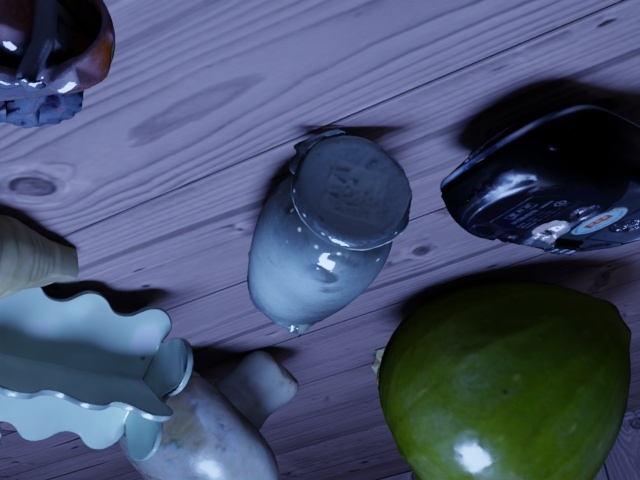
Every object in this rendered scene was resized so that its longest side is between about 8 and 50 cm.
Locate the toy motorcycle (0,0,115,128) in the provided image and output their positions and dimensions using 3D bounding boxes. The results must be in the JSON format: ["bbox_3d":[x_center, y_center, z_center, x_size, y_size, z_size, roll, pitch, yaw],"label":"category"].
[{"bbox_3d":[-0.188,-0.113,0.519,0.118,0.084,0.212,-15,156,34],"label":"toy motorcycle"}]

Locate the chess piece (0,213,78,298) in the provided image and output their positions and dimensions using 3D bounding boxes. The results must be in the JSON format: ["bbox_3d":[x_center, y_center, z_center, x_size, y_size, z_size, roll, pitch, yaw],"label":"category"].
[{"bbox_3d":[-0.266,0.018,0.841,0.090,0.090,0.200,-14,171,7],"label":"chess piece"}]

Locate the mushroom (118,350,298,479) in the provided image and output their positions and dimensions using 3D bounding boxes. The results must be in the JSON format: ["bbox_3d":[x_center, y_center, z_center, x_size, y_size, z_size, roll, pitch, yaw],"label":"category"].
[{"bbox_3d":[-0.134,0.231,1.333,0.243,0.243,0.243,-10,160,-4],"label":"mushroom"}]

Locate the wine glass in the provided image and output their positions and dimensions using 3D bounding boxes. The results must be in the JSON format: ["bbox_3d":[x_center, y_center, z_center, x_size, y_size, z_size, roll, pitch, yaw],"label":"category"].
[{"bbox_3d":[0.000,0.000,0.875,0.111,0.111,0.204,-4,156,-19],"label":"wine glass"}]

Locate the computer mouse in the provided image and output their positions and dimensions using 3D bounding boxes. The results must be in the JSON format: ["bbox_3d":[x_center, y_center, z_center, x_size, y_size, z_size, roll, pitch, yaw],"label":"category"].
[{"bbox_3d":[0.205,-0.055,0.868,0.233,0.096,0.137,10,146,-37],"label":"computer mouse"}]

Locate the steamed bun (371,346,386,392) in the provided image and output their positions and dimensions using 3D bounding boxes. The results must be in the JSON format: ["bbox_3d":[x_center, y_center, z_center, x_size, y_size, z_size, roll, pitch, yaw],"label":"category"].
[{"bbox_3d":[0.167,0.197,1.500,0.177,0.106,0.192,-16,158,7],"label":"steamed bun"}]

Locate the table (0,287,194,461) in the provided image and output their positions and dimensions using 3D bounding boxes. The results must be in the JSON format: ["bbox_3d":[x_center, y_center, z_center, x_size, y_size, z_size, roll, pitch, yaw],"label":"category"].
[{"bbox_3d":[-0.254,0.123,1.024,0.198,0.166,0.166,19,145,-40],"label":"table"}]

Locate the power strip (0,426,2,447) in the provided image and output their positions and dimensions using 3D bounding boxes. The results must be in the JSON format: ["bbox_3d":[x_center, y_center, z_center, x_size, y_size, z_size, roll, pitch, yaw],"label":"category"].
[{"bbox_3d":[-0.383,0.133,0.862,0.037,0.109,0.279,-24,124,33],"label":"power strip"}]

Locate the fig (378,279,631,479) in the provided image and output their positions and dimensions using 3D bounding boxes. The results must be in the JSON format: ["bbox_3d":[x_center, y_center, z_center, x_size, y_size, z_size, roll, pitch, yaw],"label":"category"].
[{"bbox_3d":[0.231,0.177,1.254,0.316,0.316,0.316,-10,160,-4],"label":"fig"}]
